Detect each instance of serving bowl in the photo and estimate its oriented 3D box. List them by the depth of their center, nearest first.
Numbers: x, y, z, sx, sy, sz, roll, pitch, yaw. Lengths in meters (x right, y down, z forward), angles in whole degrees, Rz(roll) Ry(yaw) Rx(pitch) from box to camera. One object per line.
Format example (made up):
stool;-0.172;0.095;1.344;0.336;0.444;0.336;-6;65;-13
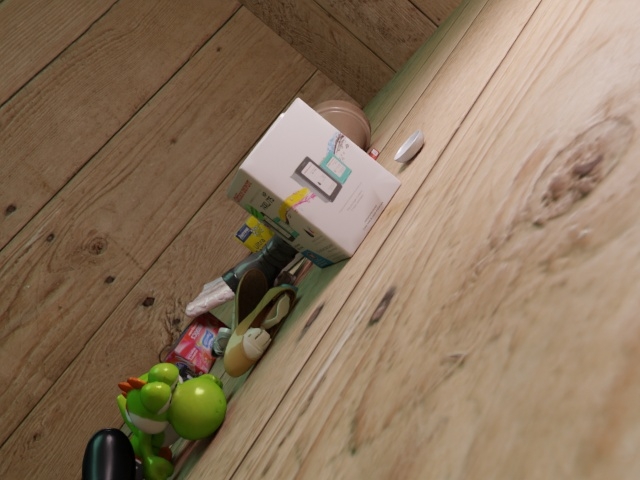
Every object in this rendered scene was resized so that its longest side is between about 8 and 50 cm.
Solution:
serving bowl;0.197;-0.199;1.106;0.083;0.027;0.083;-50;8;9

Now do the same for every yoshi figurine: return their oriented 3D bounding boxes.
yoshi figurine;-0.284;0.360;1.022;0.203;0.204;0.362;-12;-28;-25

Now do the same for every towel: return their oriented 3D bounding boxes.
towel;-0.282;0.138;1.756;0.331;0.053;0.317;-27;10;2

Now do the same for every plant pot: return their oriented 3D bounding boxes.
plant pot;0.053;-0.331;1.837;0.263;0.263;0.229;-45;29;39

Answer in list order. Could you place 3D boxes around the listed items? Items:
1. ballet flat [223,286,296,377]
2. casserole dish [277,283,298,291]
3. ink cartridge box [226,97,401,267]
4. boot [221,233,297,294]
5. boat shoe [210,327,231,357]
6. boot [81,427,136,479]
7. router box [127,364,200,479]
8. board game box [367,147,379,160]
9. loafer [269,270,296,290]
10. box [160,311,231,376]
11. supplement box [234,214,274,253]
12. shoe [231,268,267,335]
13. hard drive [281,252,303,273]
ballet flat;-0.122;0.180;1.070;0.073;0.080;0.232;-21;30;45
casserole dish;-0.118;0.161;1.255;0.114;0.037;0.188;-57;10;-28
ink cartridge box;-0.022;-0.108;1.063;0.197;0.270;0.198;-55;8;-19
boot;-0.117;0.058;1.401;0.222;0.118;0.338;-41;-3;5
boat shoe;-0.285;0.301;1.481;0.184;0.066;0.063;-36;32;55
boot;-0.352;0.442;0.862;0.207;0.094;0.247;140;130;-57
router box;-0.449;0.513;1.385;0.309;0.081;0.243;-52;8;-3
board game box;0.077;-0.166;1.630;0.281;0.027;0.145;-45;10;40
loafer;-0.115;0.129;1.358;0.125;0.039;0.045;-48;10;23
box;-0.404;0.353;1.661;0.122;0.128;0.257;-47;9;23
supplement box;-0.168;-0.108;2.129;0.194;0.195;0.356;-44;10;42
shoe;-0.173;0.169;1.180;0.058;0.076;0.219;-35;41;50
hard drive;-0.009;-0.066;1.508;0.353;0.047;0.233;-43;20;48
